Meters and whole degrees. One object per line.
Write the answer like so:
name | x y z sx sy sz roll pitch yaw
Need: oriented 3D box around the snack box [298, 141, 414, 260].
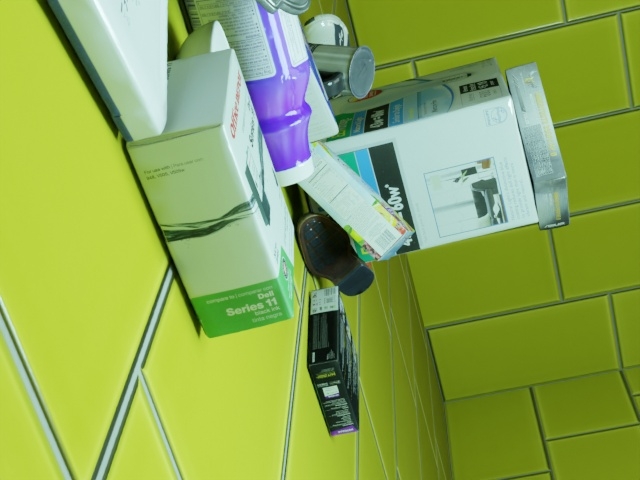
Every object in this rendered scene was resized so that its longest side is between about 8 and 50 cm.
snack box | 0.042 -0.063 1.662 0.207 0.070 0.174 43 6 5

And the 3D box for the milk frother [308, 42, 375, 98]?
milk frother | 0.009 -0.240 1.794 0.129 0.135 0.143 -59 144 -30

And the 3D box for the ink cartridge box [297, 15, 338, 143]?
ink cartridge box | -0.075 -0.321 1.436 0.307 0.072 0.303 58 13 -62

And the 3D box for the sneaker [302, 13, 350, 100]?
sneaker | 0.030 -0.333 2.220 0.235 0.094 0.153 84 -10 -60

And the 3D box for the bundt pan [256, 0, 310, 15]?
bundt pan | -0.066 -0.388 1.073 0.331 0.124 0.330 41 31 -32

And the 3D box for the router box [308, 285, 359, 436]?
router box | 0.020 0.171 1.592 0.179 0.046 0.133 -88 165 -58

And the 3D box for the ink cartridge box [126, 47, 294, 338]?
ink cartridge box | -0.091 -0.044 0.988 0.153 0.087 0.208 -91 166 -55

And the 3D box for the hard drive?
hard drive | -0.184 -0.255 0.814 0.318 0.040 0.210 69 12 -50

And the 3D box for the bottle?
bottle | -0.072 -0.199 1.233 0.092 0.118 0.282 -41 123 -45

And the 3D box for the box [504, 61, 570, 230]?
box | 0.372 -0.159 1.897 0.183 0.056 0.231 62 17 -61

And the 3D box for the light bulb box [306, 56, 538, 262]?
light bulb box | 0.166 -0.142 1.940 0.358 0.361 0.225 -79 154 -70

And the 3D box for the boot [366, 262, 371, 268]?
boot | 0.075 0.022 2.178 0.158 0.059 0.084 -80 161 -48

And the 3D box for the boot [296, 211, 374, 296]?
boot | 0.000 0.000 1.709 0.106 0.082 0.219 52 0 38

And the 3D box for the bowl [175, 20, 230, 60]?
bowl | -0.109 -0.134 1.115 0.142 0.053 0.142 -91 167 -50
